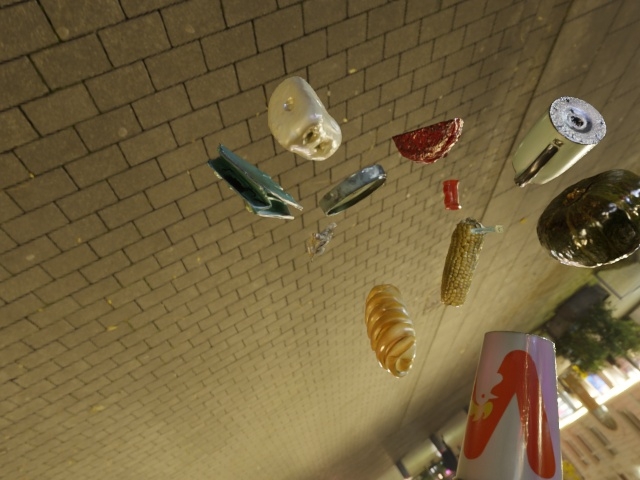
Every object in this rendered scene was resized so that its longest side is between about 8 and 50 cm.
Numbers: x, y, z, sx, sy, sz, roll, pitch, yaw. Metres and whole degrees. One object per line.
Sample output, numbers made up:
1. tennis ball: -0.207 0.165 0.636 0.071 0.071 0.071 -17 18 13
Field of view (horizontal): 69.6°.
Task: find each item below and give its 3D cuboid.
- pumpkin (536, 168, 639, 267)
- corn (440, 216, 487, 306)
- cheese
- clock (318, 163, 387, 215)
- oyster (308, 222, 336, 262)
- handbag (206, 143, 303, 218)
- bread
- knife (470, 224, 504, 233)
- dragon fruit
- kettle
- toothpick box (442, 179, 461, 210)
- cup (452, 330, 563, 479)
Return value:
1. pumpkin: 0.549 -0.039 0.918 0.223 0.157 0.224 -39 -174 5
2. corn: 0.485 0.074 1.591 0.115 0.115 0.318 26 81 -56
3. cheese: -0.056 -0.376 1.441 0.173 0.248 0.251 -37 153 20
4. clock: 0.100 -0.149 1.394 0.226 0.049 0.226 -31 174 -4
5. oyster: 0.000 0.000 1.974 0.191 0.081 0.163 -45 167 -5
6. handbag: -0.218 -0.173 1.512 0.100 0.268 0.274 -51 161 8
7. bread: 0.206 0.266 1.426 0.121 0.311 0.173 1 122 -8
8. knife: 0.485 -0.030 1.341 0.010 0.096 0.027 -44 122 -49
9. dragon fruit: 0.489 -0.403 1.943 0.205 0.152 0.316 -14 -176 -42
10. kettle: 0.649 -0.255 1.319 0.221 0.161 0.236 -47 171 -24
11. toothpick box: 0.373 -0.128 1.308 0.047 0.083 0.047 -1 169 0
12. cup: 0.365 0.331 0.878 0.203 0.202 0.289 56 45 -59
